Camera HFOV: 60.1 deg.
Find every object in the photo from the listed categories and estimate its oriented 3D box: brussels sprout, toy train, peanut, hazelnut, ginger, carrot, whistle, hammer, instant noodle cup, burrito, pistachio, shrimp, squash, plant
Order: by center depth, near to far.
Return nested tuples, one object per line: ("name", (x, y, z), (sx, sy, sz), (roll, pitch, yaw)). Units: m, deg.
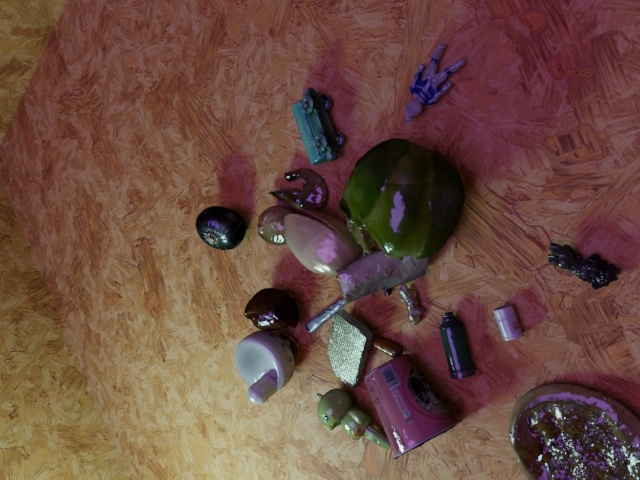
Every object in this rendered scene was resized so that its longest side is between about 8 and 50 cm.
("plant", (0.644, 0.061, 1.370), (0.174, 0.087, 0.085), (28, 85, 26))
("brussels sprout", (0.225, -0.121, 1.532), (0.371, 0.275, 0.315), (30, 116, 60))
("burrito", (0.189, 0.086, 1.648), (0.299, 0.143, 0.105), (-22, 51, 4))
("instant noodle cup", (0.263, 0.492, 1.679), (0.244, 0.243, 0.255), (-47, 61, 34))
("ginger", (0.282, 0.195, 1.705), (0.057, 0.044, 0.137), (-19, 93, 10))
("pistachio", (0.000, 0.000, 1.785), (0.318, 0.193, 0.214), (35, 151, 33))
("carrot", (0.186, 0.333, 1.805), (0.191, 0.047, 0.047), (20, 111, 37))
("toy train", (-0.017, -0.363, 1.808), (0.159, 0.101, 0.249), (-28, 79, 52))
("hammer", (0.078, 0.195, 1.870), (0.427, 0.044, 0.152), (-41, 74, 37))
("whistle", (0.098, 0.618, 1.873), (0.294, 0.141, 0.141), (42, 121, 25))
("shrimp", (-0.086, -0.182, 1.915), (0.254, 0.059, 0.146), (22, 109, 34))
("peanut", (-0.147, -0.052, 1.959), (0.159, 0.109, 0.141), (12, 117, 25))
("hazelnut", (-0.171, 0.257, 1.992), (0.201, 0.170, 0.161), (30, 110, 44))
("squash", (-0.378, -0.049, 2.106), (0.193, 0.156, 0.193), (35, 160, 15))

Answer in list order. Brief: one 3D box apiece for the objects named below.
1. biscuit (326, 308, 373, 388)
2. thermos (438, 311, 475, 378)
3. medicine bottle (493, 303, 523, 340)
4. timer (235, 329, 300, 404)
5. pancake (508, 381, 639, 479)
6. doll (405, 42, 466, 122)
("biscuit", (0.094, 0.367, 1.861), (0.150, 0.052, 0.253), (34, 129, 33))
("thermos", (0.395, 0.302, 1.621), (0.073, 0.083, 0.188), (-14, 88, 18))
("medicine bottle", (0.513, 0.224, 1.514), (0.057, 0.057, 0.089), (-23, 84, 39))
("timer", (-0.215, 0.454, 2.017), (0.233, 0.240, 0.234), (13, 114, 30))
("pancake", (0.682, 0.558, 1.436), (0.382, 0.071, 0.383), (8, 103, 38))
("doll", (0.302, -0.434, 1.560), (0.114, 0.057, 0.227), (44, 114, 17))
